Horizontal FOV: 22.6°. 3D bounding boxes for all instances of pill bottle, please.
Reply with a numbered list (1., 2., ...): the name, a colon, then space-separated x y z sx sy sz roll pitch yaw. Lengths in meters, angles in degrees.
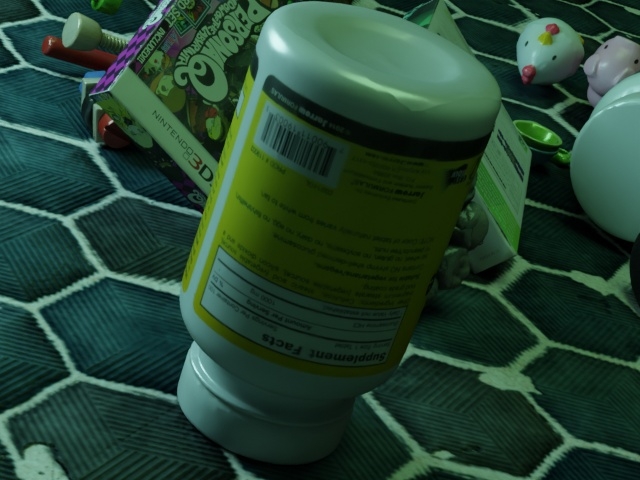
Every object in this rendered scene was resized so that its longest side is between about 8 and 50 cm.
1. pill bottle: 0.445 -0.123 1.975 0.204 0.204 0.361 28 25 18
2. pill bottle: 0.000 0.000 1.243 0.188 0.334 0.188 16 26 -8

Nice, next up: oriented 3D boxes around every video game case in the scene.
1. video game case: -0.089 -0.154 1.563 0.042 0.232 0.210 -3 -43 49

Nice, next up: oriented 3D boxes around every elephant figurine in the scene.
1. elephant figurine: 0.032 -0.035 1.592 0.169 0.186 0.239 -40 45 -24

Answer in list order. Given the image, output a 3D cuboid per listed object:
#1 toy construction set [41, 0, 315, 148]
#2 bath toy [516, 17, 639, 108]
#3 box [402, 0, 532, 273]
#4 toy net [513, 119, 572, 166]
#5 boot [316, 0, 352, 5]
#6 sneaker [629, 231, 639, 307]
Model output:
1. toy construction set: -0.131 -0.199 1.738 0.237 0.257 0.309 15 -3 -35
2. bath toy: 0.427 -0.219 2.238 0.348 0.151 0.129 24 36 19
3. box: 0.152 -0.127 1.791 0.232 0.058 0.322 58 19 -14
4. toy net: 0.229 -0.163 2.087 0.232 0.045 0.122 37 30 33
5. boot: -0.099 -0.407 2.287 0.262 0.095 0.203 7 28 -29
6. sneaker: 0.440 0.083 1.690 0.145 0.090 0.270 8 31 -26
